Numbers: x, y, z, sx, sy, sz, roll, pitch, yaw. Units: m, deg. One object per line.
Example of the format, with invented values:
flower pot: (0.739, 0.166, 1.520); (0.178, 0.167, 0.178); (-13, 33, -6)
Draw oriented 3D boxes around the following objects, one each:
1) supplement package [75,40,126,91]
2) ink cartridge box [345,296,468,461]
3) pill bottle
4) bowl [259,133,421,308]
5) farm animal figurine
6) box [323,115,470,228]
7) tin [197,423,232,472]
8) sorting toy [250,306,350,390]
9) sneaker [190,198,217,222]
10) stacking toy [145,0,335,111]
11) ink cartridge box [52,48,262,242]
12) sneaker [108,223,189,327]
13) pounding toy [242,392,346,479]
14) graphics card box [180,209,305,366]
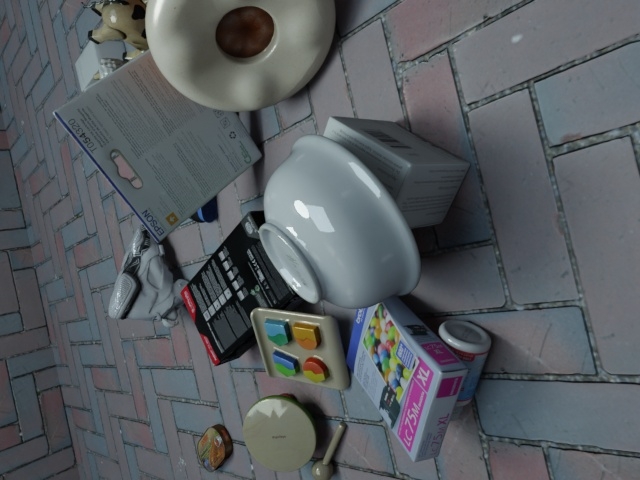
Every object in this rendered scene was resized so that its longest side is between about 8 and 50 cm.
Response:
supplement package: (-0.723, -0.574, 1.629); (0.179, 0.105, 0.105); (-18, 85, 47)
ink cartridge box: (0.127, 0.209, 0.888); (0.311, 0.065, 0.186); (-129, 44, -57)
pill bottle: (0.228, 0.224, 0.841); (0.087, 0.087, 0.160); (27, 117, 39)
bowl: (0.000, 0.000, 0.751); (0.298, 0.134, 0.298); (46, 159, 23)
farm animal figurine: (-0.371, -0.487, 1.132); (0.172, 0.326, 0.331); (-2, 97, 27)
box: (0.114, -0.114, 0.821); (0.181, 0.181, 0.119); (39, 122, 33)
tin: (-0.330, 0.646, 1.532); (0.106, 0.040, 0.190); (51, 130, 21)
sorting toy: (-0.049, 0.243, 1.086); (0.208, 0.038, 0.193); (0, 115, 26)
sneaker: (-0.343, -0.162, 1.345); (0.090, 0.081, 0.233); (6, 104, 37)
stacking toy: (-0.196, -0.537, 1.013); (0.351, 0.350, 0.480); (-51, 46, 38)
ink cartridge box: (-0.331, -0.223, 1.059); (0.071, 0.330, 0.324); (11, 138, 51)
sneaker: (-0.510, 0.103, 1.539); (0.137, 0.210, 0.366); (-44, 33, 41)
pounding toy: (-0.060, 0.455, 1.192); (0.236, 0.110, 0.183); (18, 101, 11)
graphics card box: (-0.191, 0.123, 1.219); (0.371, 0.094, 0.233); (-45, 66, 35)
